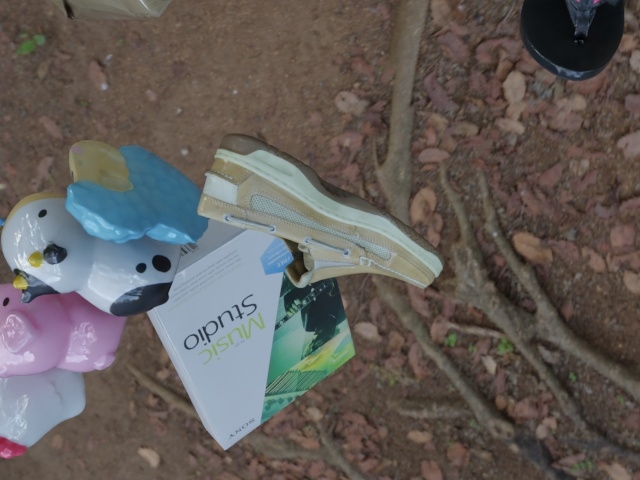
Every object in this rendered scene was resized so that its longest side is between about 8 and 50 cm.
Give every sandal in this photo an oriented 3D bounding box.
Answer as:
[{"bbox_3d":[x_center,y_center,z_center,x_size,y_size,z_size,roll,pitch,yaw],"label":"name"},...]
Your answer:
[{"bbox_3d":[0.180,-0.184,0.532,0.067,0.179,0.040,21,158,9],"label":"sandal"}]

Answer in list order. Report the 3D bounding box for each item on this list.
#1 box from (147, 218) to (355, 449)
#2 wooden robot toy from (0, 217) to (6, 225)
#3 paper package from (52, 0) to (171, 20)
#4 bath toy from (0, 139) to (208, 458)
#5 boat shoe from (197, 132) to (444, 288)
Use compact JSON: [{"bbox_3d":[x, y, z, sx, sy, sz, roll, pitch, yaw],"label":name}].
[{"bbox_3d":[-0.082,0.098,1.013,0.058,0.232,0.322,39,155,40],"label":"box"},{"bbox_3d":[-0.527,0.010,1.182,0.079,0.173,0.076,32,117,-25],"label":"wooden robot toy"},{"bbox_3d":[-0.184,-0.397,0.667,0.168,0.325,0.309,18,161,40],"label":"paper package"},{"bbox_3d":[-0.238,0.072,0.723,0.151,0.129,0.348,30,122,-12],"label":"bath toy"},{"bbox_3d":[0.000,0.000,0.553,0.190,0.068,0.072,27,82,-23],"label":"boat shoe"}]
